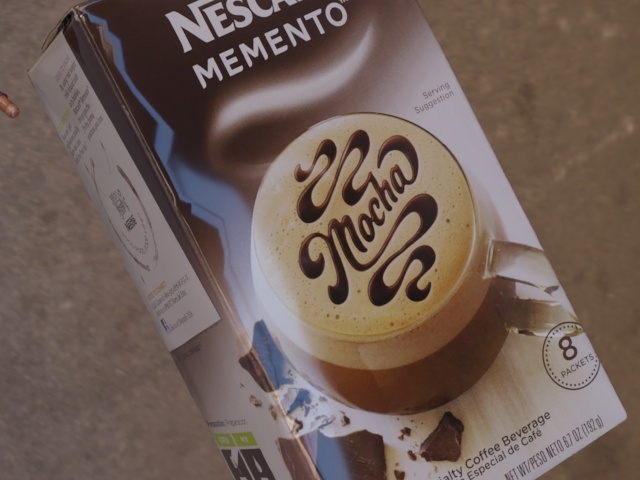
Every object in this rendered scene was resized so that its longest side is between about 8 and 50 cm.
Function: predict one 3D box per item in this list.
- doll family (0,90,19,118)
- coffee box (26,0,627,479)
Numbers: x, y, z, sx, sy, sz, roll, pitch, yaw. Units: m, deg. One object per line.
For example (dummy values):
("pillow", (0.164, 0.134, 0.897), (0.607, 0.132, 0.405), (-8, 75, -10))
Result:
("doll family", (-0.273, -0.074, 0.905), (0.111, 0.193, 0.076), (-72, 173, -46))
("coffee box", (0.000, 0.000, 0.757), (0.168, 0.119, 0.297), (-29, 93, -23))
